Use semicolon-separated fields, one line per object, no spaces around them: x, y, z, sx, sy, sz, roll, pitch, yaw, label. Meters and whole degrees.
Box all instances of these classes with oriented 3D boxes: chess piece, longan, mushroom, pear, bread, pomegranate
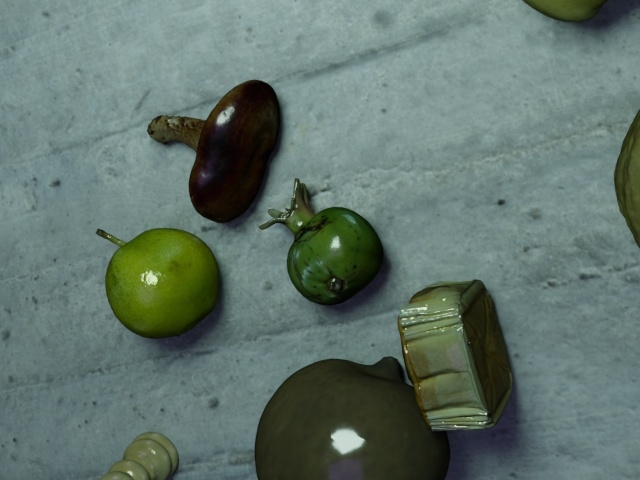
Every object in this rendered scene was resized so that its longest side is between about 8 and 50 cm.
-0.322;0.404;1.286;0.094;0.170;0.094;4;104;17;chess piece
0.043;0.300;1.116;0.300;0.243;0.300;-6;60;11;longan
-0.182;-0.165;1.167;0.217;0.148;0.227;31;103;26;mushroom
-0.265;0.050;1.199;0.216;0.166;0.180;44;70;9;pear
0.186;0.157;1.057;0.109;0.210;0.192;-14;96;24;bread
0.000;0.000;1.129;0.152;0.131;0.191;-40;80;23;pomegranate

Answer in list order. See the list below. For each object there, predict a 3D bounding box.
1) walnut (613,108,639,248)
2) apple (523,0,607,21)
0.477;-0.085;0.910;0.227;0.283;0.283;-1;104;-26;walnut
0.309;-0.374;0.932;0.199;0.200;0.200;3;102;17;apple
